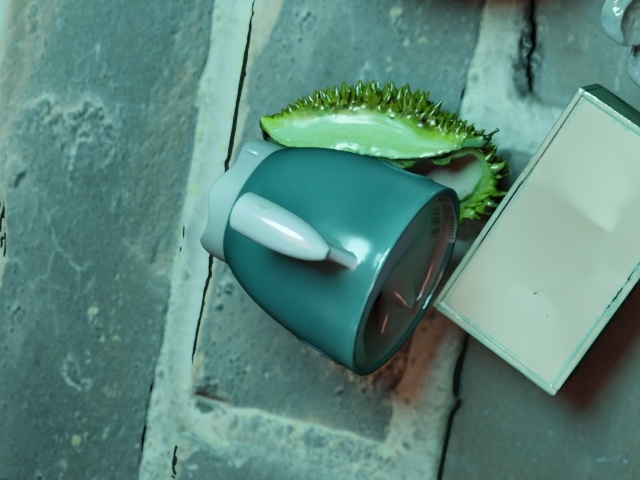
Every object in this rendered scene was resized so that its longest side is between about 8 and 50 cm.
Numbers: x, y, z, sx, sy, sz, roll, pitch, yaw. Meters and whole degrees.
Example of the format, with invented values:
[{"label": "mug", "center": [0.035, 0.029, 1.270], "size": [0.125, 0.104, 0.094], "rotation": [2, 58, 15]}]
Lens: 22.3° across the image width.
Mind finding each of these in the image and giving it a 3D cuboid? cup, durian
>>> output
[{"label": "cup", "center": [0.000, 0.000, 1.329], "size": [0.173, 0.299, 0.168], "rotation": [26, 93, 21]}, {"label": "durian", "center": [0.068, -0.082, 1.402], "size": [0.220, 0.137, 0.095], "rotation": [10, 62, 27]}]

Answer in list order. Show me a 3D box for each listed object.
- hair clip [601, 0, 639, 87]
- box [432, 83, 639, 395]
[{"label": "hair clip", "center": [0.293, -0.243, 1.278], "size": [0.075, 0.146, 0.257], "rotation": [15, 102, 60]}, {"label": "box", "center": [0.215, -0.003, 1.363], "size": [0.129, 0.086, 0.225], "rotation": [37, 108, 12]}]
